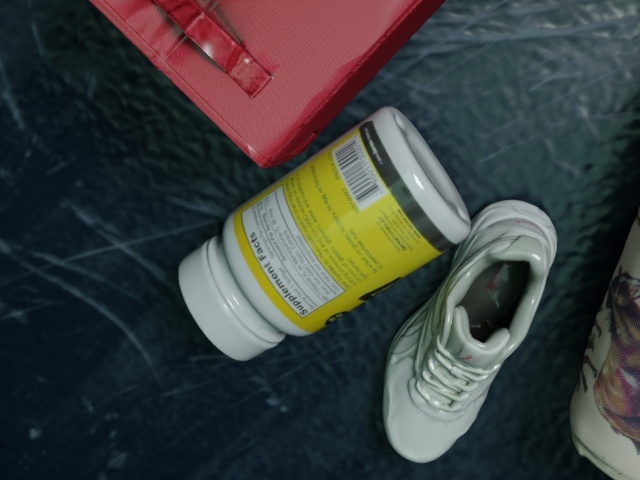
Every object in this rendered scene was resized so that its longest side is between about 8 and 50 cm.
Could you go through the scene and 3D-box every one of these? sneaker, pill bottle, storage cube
[{"bbox_3d":[0.106,0.081,0.709,0.090,0.115,0.232,23,106,5],"label":"sneaker"},{"bbox_3d":[0.000,0.000,0.709,0.208,0.119,0.119,-33,95,17],"label":"pill bottle"},{"bbox_3d":[-0.022,-0.185,0.625,0.183,0.215,0.193,45,101,-1],"label":"storage cube"}]

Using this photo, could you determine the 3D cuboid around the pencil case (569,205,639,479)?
[{"bbox_3d":[0.315,-0.020,0.623,0.183,0.160,0.410,10,106,-22],"label":"pencil case"}]
